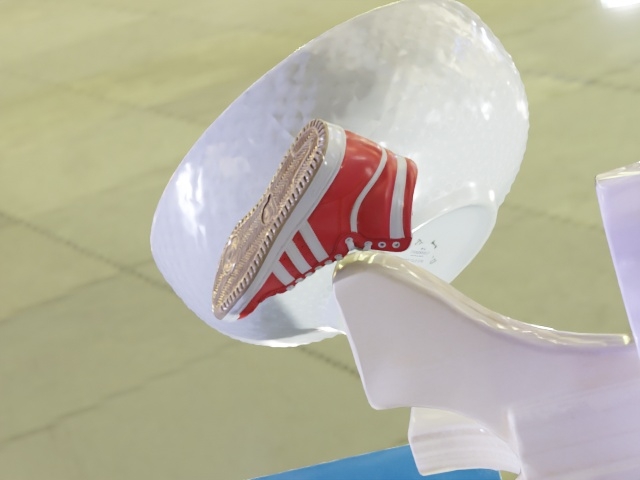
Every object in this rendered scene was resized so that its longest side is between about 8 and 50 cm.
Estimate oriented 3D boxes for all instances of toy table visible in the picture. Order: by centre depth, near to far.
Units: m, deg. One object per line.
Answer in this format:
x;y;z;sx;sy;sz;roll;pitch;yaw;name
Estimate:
0.117;0.112;0.868;0.161;0.274;0.252;-15;4;11;toy table

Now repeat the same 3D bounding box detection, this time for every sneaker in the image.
0.000;0.000;0.848;0.067;0.118;0.042;16;38;-27;sneaker

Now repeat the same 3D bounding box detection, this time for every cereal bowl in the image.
0.039;-0.028;1.479;0.339;0.339;0.141;-25;65;-32;cereal bowl

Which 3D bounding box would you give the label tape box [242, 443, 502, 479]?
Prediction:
0.052;0.295;1.334;0.249;0.115;0.347;-11;61;-5;label tape box
